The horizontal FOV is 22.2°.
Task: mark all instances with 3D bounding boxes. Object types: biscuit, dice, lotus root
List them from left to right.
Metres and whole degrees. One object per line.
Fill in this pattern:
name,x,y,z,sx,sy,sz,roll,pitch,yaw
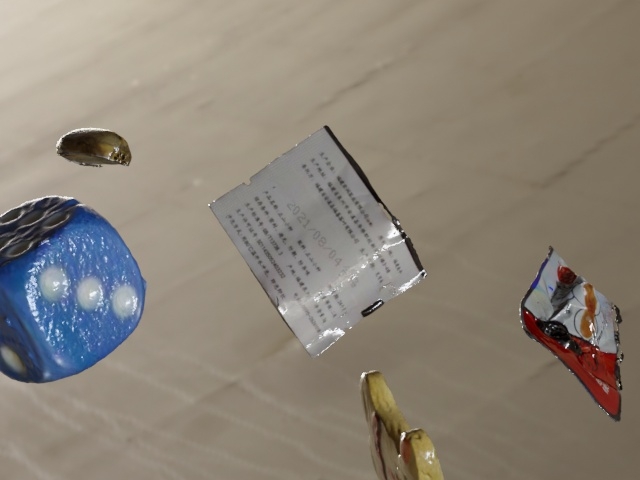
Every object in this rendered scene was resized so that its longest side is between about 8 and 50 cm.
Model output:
dice,-0.271,0.050,1.616,0.143,0.146,0.146,1,-145,46
lotus root,-0.196,-0.082,1.398,0.083,0.037,0.030,4,-104,47
biscuit,0.084,0.213,1.391,0.030,0.153,0.234,-21,-142,-9

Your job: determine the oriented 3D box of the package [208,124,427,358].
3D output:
package,0.000,0.000,2.197,0.204,0.251,0.062,-35,-179,-7

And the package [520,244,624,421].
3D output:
package,0.345,0.117,2.234,0.071,0.194,0.269,-48,-166,35
